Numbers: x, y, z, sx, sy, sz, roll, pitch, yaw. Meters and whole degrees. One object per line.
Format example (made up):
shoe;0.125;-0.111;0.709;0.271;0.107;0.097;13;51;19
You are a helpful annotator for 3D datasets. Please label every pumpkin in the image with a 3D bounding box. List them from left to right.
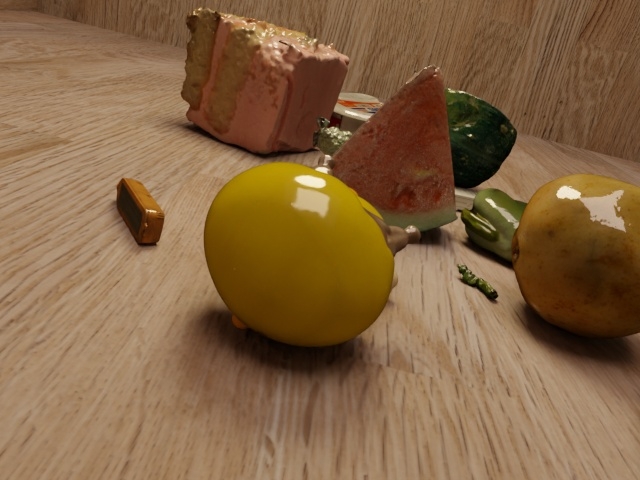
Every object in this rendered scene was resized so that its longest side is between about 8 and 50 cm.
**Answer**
pumpkin;0.304;-0.224;1.354;0.263;0.197;0.293;25;-2;-27

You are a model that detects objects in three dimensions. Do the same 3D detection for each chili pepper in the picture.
chili pepper;0.241;0.062;0.849;0.027;0.022;0.083;-1;30;-36

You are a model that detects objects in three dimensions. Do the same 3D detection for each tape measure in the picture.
tape measure;0.093;-0.355;1.646;0.258;0.130;0.265;-9;37;-40

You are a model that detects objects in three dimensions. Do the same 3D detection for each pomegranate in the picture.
pomegranate;0.373;0.026;0.769;0.233;0.233;0.233;12;22;-5

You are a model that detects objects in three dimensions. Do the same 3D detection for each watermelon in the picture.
watermelon;0.123;-0.129;0.973;0.282;0.293;0.251;17;51;5

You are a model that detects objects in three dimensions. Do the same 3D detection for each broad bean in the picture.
broad bean;0.369;-0.016;1.014;0.227;0.100;0.169;13;36;6

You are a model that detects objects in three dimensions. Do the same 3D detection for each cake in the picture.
cake;-0.137;-0.384;1.363;0.306;0.293;0.314;29;29;20

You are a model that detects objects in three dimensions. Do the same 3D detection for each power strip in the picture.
power strip;-0.259;-0.049;0.779;0.028;0.049;0.178;4;23;-36

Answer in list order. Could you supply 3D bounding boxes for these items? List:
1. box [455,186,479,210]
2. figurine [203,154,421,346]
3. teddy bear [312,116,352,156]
box;0.292;-0.101;1.255;0.154;0.040;0.084;12;22;-8
figurine;0.000;0.000;0.665;0.215;0.187;0.343;31;18;10
teddy bear;0.069;-0.183;1.241;0.213;0.111;0.133;23;-21;-4
